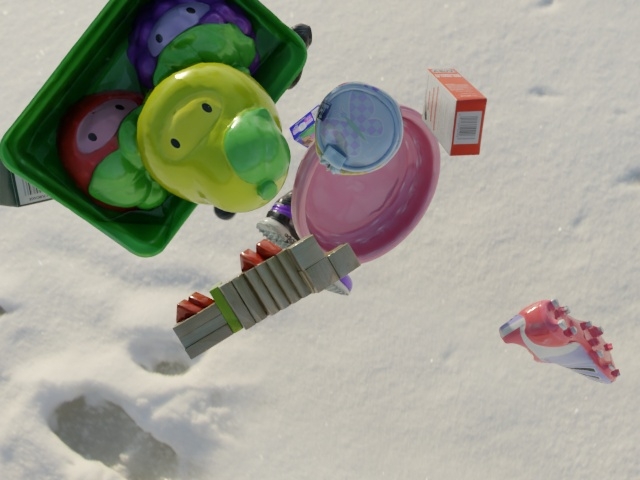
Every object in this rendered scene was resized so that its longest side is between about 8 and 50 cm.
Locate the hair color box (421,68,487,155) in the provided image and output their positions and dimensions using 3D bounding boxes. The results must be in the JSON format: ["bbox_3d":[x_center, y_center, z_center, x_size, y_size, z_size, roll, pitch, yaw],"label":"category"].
[{"bbox_3d":[0.211,-0.209,1.216,0.053,0.093,0.167,-3,29,-9],"label":"hair color box"}]

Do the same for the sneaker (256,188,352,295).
[{"bbox_3d":[0.000,0.000,1.651,0.102,0.293,0.146,10,61,48],"label":"sneaker"}]

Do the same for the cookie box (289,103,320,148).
[{"bbox_3d":[0.000,-0.242,1.685,0.091,0.107,0.040,-35,55,24],"label":"cookie box"}]

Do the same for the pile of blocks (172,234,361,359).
[{"bbox_3d":[-0.106,0.068,1.261,0.362,0.149,0.113,-29,95,21],"label":"pile of blocks"}]

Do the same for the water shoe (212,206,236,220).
[{"bbox_3d":[-0.184,-0.142,1.651,0.072,0.080,0.203,25,92,-9],"label":"water shoe"}]

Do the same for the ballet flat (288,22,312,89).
[{"bbox_3d":[-0.053,-0.319,1.315,0.049,0.173,0.058,-7,70,-15],"label":"ballet flat"}]

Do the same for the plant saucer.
[{"bbox_3d":[0.079,-0.113,1.455,0.332,0.332,0.084,-33,42,-13],"label":"plant saucer"}]

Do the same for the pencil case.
[{"bbox_3d":[0.059,-0.156,1.070,0.113,0.273,0.124,24,102,2],"label":"pencil case"}]

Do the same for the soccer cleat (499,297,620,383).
[{"bbox_3d":[0.363,0.158,1.131,0.095,0.248,0.083,-28,48,31],"label":"soccer cleat"}]

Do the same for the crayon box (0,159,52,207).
[{"bbox_3d":[-0.558,-0.159,1.585,0.313,0.106,0.362,5,17,39],"label":"crayon box"}]

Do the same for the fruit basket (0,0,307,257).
[{"bbox_3d":[-0.186,-0.163,0.958,0.283,0.392,0.392,37,61,-20],"label":"fruit basket"}]
